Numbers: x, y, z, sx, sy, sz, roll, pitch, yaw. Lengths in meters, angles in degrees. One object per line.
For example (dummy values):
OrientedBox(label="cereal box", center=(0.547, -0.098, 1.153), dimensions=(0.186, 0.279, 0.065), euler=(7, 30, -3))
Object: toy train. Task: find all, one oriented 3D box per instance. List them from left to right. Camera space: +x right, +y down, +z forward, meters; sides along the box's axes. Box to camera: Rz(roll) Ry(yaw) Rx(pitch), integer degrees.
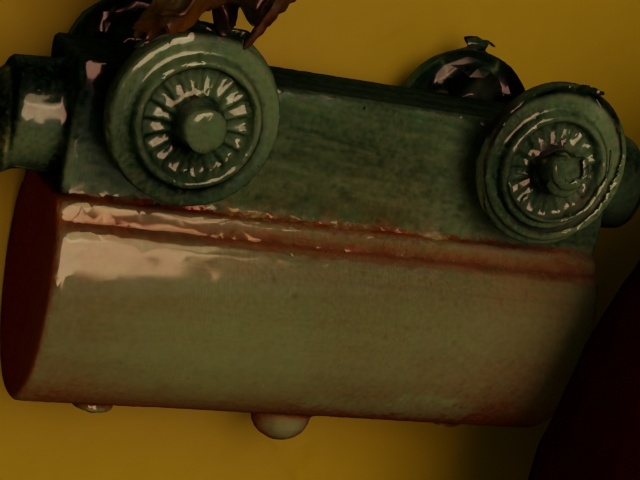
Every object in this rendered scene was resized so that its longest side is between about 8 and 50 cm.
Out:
OrientedBox(label="toy train", center=(0.000, 0.000, 0.600), dimensions=(0.285, 0.116, 0.177), euler=(6, 106, -26))

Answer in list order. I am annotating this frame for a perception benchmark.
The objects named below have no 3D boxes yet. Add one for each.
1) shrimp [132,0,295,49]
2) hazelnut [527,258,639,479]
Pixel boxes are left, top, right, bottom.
OrientedBox(label="shrimp", center=(-0.023, -0.159, 0.508), dimensions=(0.115, 0.051, 0.217), euler=(29, 70, -20))
OrientedBox(label="hazelnut", center=(0.280, 0.120, 0.608), dimensions=(0.359, 0.359, 0.409), euler=(14, 110, -25))
